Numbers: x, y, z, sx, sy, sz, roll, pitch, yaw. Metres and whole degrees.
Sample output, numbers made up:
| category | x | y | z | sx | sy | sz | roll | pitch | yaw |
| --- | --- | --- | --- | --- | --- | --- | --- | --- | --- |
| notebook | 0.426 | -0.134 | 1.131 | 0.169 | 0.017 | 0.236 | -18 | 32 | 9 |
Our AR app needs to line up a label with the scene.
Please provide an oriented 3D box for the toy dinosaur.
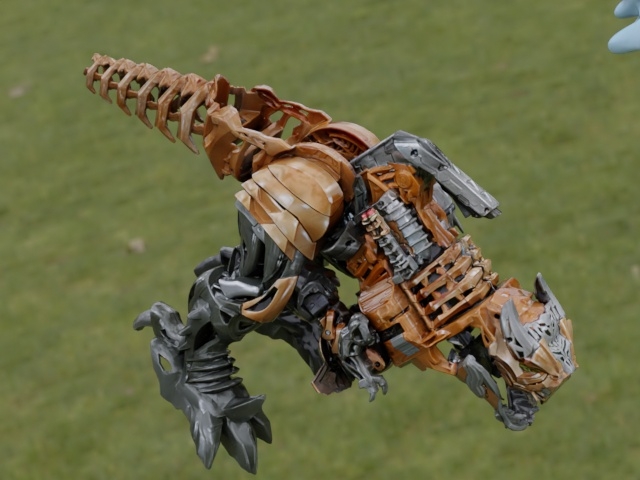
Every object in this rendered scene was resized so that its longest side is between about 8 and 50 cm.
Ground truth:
| category | x | y | z | sx | sy | sz | roll | pitch | yaw |
| --- | --- | --- | --- | --- | --- | --- | --- | --- | --- |
| toy dinosaur | 0.000 | 0.000 | 1.156 | 0.164 | 0.218 | 0.322 | -12 | 54 | -39 |

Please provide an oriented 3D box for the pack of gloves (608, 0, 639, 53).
| category | x | y | z | sx | sy | sz | roll | pitch | yaw |
| --- | --- | --- | --- | --- | --- | --- | --- | --- | --- |
| pack of gloves | 0.281 | -0.126 | 1.521 | 0.046 | 0.195 | 0.232 | -23 | -1 | -11 |
